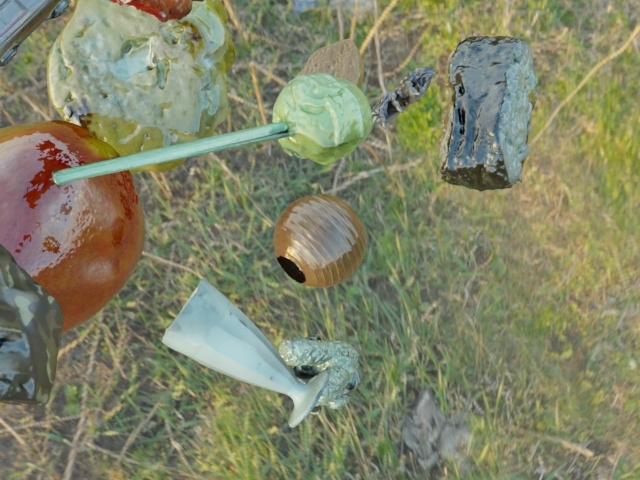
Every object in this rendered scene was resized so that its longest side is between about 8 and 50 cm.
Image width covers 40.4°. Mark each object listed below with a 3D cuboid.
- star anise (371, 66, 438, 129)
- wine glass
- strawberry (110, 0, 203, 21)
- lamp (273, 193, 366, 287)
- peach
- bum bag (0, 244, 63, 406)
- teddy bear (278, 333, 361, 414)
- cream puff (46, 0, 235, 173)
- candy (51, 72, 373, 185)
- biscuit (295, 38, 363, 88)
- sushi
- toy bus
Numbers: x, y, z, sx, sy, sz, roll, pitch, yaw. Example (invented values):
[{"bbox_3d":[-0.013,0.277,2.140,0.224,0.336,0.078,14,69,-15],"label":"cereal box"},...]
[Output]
[{"bbox_3d":[0.185,-0.328,1.968,0.061,0.204,0.180,48,46,-4],"label":"star anise"},{"bbox_3d":[-0.071,0.109,0.831,0.155,0.073,0.073,36,75,-8],"label":"wine glass"},{"bbox_3d":[-0.239,-0.342,0.954,0.178,0.234,0.234,-4,66,24],"label":"strawberry"},{"bbox_3d":[0.000,0.000,1.232,0.136,0.136,0.136,-4,67,8],"label":"lamp"},{"bbox_3d":[-0.401,-0.002,1.168,0.308,0.308,0.332,32,55,20],"label":"peach"},{"bbox_3d":[-0.241,0.037,0.400,0.069,0.248,0.102,-38,59,41],"label":"bum bag"},{"bbox_3d":[0.008,0.199,1.343,0.111,0.213,0.133,-30,71,-9],"label":"teddy bear"},{"bbox_3d":[-0.285,-0.281,1.480,0.291,0.257,0.324,2,101,6],"label":"cream puff"},{"bbox_3d":[-0.085,-0.088,0.777,0.335,0.092,0.093,-20,78,-40],"label":"candy"},{"bbox_3d":[0.017,-0.345,1.901,0.142,0.029,0.220,29,81,21],"label":"biscuit"},{"bbox_3d":[0.331,-0.258,1.753,0.171,0.211,0.350,-1,61,28],"label":"sushi"},{"bbox_3d":[-0.283,-0.221,0.814,0.057,0.072,0.172,41,61,-13],"label":"toy bus"}]
